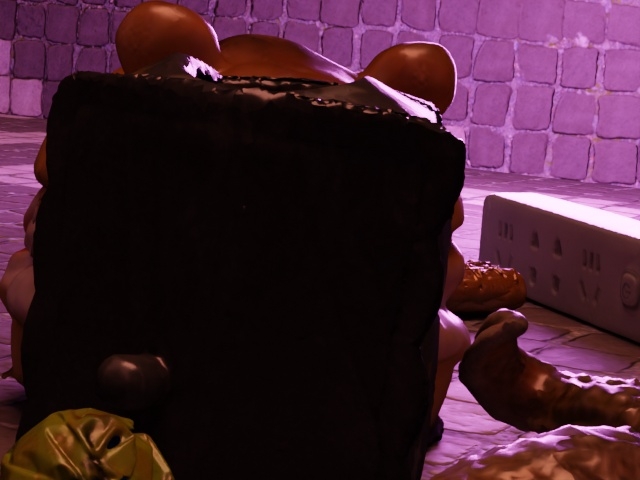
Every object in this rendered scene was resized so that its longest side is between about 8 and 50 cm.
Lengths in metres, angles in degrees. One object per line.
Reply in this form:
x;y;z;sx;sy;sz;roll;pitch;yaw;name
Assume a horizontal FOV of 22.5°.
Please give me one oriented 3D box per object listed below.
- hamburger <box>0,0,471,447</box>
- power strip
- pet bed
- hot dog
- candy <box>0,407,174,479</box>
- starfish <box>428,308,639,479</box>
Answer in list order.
-0.046;-0.011;0.931;0.277;0.236;0.276;7;6;-1;hamburger
0.241;0.024;1.400;0.062;0.091;0.385;0;8;-19;power strip
-0.035;0.026;0.715;0.183;0.210;0.159;9;5;9;pet bed
0.092;0.039;1.359;0.165;0.045;0.071;3;9;-23;hot dog
-0.080;0.105;0.512;0.062;0.058;0.194;9;13;-6;candy
0.178;0.106;0.578;0.324;0.082;0.432;18;8;3;starfish
